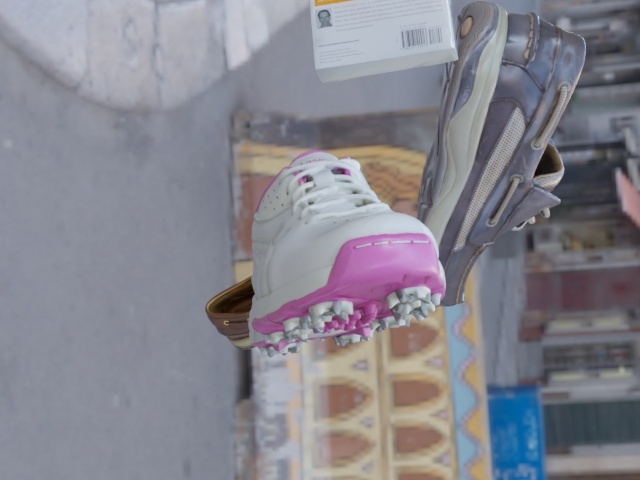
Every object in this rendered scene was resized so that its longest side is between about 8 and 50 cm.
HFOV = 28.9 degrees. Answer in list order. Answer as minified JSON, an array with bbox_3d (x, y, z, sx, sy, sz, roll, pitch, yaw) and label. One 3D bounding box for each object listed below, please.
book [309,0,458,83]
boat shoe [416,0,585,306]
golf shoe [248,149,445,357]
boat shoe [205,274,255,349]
[{"bbox_3d":[0.040,-0.186,0.860,0.035,0.096,0.144,54,30,-68],"label":"book"},{"bbox_3d":[0.163,-0.056,1.157,0.355,0.130,0.132,97,3,-49],"label":"boat shoe"},{"bbox_3d":[0.000,0.000,0.818,0.306,0.115,0.140,145,-61,-75],"label":"golf shoe"},{"bbox_3d":[-0.034,0.049,1.201,0.060,0.178,0.064,39,34,-40],"label":"boat shoe"}]
